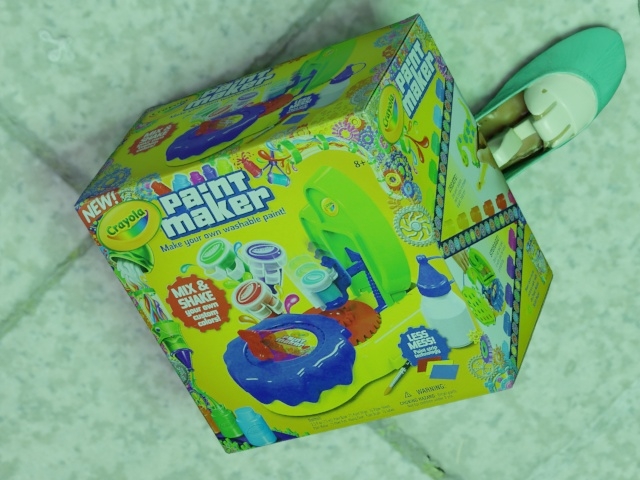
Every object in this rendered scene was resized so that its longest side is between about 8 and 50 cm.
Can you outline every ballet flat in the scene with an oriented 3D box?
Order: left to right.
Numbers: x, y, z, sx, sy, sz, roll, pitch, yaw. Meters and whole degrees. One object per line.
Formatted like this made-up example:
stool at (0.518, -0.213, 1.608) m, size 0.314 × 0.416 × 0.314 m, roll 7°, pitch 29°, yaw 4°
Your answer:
ballet flat at (0.177, -0.094, 1.689) m, size 0.247 × 0.087 × 0.083 m, roll -36°, pitch 111°, yaw 12°

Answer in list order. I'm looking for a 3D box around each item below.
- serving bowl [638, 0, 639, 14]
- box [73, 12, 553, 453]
serving bowl at (0.326, -0.210, 1.678) m, size 0.083 × 0.027 × 0.083 m, roll -2°, pitch 114°, yaw -4°
box at (0.000, 0.000, 1.625) m, size 0.290 × 0.177 × 0.279 m, roll -17°, pitch 115°, yaw 29°
